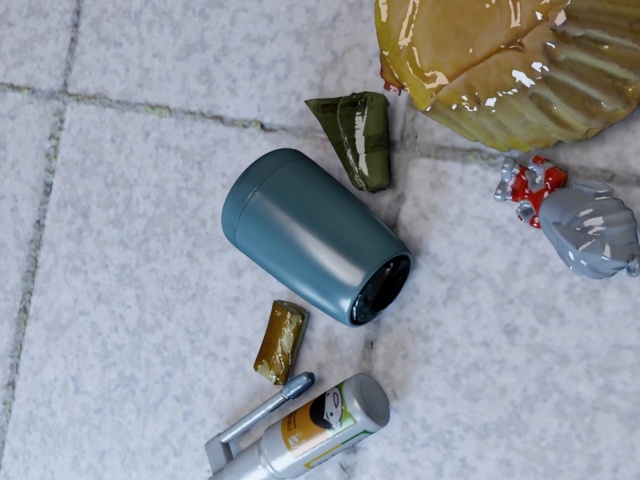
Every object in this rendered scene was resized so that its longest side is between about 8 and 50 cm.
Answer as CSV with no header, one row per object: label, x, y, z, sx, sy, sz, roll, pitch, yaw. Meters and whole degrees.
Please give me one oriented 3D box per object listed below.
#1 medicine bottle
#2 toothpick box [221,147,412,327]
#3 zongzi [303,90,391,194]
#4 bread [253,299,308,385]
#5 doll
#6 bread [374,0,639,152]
medicine bottle,-0.034,0.200,1.147,0.220,0.061,0.092,-35,60,25
toothpick box,0.000,0.000,1.109,0.184,0.120,0.120,38,106,25
zongzi,0.023,-0.099,1.147,0.113,0.052,0.104,1,92,45
bread,-0.042,0.108,1.173,0.047,0.036,0.083,24,100,45
doll,0.225,-0.022,0.998,0.180,0.079,0.094,40,130,40
bread,0.180,-0.211,0.998,0.274,0.149,0.274,2,93,36
